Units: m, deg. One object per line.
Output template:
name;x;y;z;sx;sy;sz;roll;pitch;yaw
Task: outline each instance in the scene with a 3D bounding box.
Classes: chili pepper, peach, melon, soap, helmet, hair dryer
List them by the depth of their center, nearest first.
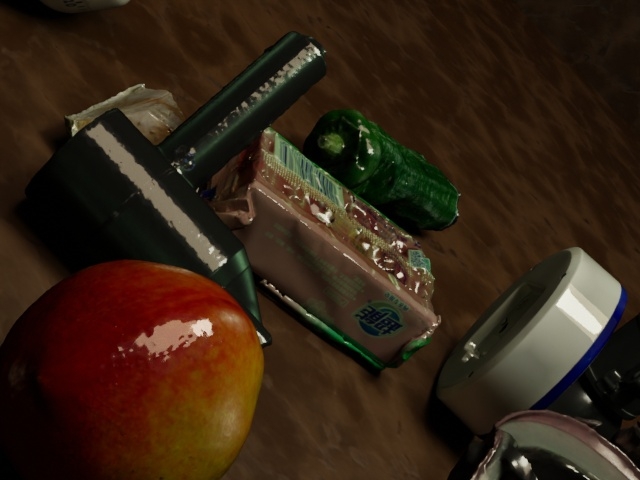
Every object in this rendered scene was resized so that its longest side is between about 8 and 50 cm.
peach;-0.141;0.102;0.860;0.197;0.197;0.197;36;28;-22
helmet;0.193;0.315;1.048;0.271;0.197;0.338;34;22;-9
hair dryer;-0.071;-0.052;1.102;0.244;0.302;0.116;47;-18;-3
melon;-0.183;-0.103;1.190;0.139;0.093;0.202;14;35;-37
soap;0.002;-0.002;1.315;0.273;0.098;0.218;38;27;-20
chili pepper;0.067;-0.093;1.545;0.270;0.099;0.136;16;48;-54

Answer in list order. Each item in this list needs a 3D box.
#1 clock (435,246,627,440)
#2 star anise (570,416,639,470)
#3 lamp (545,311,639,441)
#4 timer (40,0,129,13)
clock;0.227;0.111;1.351;0.083;0.230;0.230;41;26;-2
star anise;0.306;0.250;1.299;0.283;0.212;0.129;110;-23;-79
lamp;0.355;0.169;1.465;0.147;0.227;0.172;49;26;3
timer;-0.237;-0.355;1.290;0.233;0.240;0.234;171;-90;-89
